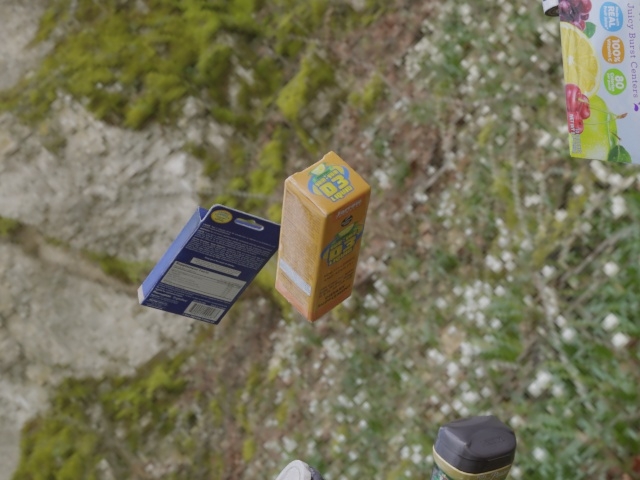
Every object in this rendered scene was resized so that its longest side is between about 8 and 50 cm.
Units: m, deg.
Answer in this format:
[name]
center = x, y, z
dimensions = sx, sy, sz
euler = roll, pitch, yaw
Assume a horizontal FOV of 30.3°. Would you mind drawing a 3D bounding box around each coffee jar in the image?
[coffee jar]
center = 0.168, 0.297, 1.393
dimensions = 0.096, 0.079, 0.185
euler = -6, -62, -37

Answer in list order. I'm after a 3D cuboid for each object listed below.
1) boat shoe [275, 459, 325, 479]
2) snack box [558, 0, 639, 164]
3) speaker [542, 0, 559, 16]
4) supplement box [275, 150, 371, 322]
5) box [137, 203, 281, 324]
[boat shoe]
center = -0.021, 0.264, 0.875
dimensions = 0.075, 0.064, 0.206
euler = -155, 78, -71
[snack box]
center = 0.187, -0.114, 0.671
dimensions = 0.037, 0.100, 0.141
euler = -29, -62, -41
[speaker]
center = 0.307, -0.364, 1.536
dimensions = 0.055, 0.136, 0.055
euler = -8, -7, -1
[supplement box]
center = 0.000, 0.000, 1.465
dimensions = 0.078, 0.080, 0.233
euler = -33, -28, -26
[box]
center = -0.155, 0.029, 1.737
dimensions = 0.136, 0.037, 0.225
euler = 19, -51, -31
